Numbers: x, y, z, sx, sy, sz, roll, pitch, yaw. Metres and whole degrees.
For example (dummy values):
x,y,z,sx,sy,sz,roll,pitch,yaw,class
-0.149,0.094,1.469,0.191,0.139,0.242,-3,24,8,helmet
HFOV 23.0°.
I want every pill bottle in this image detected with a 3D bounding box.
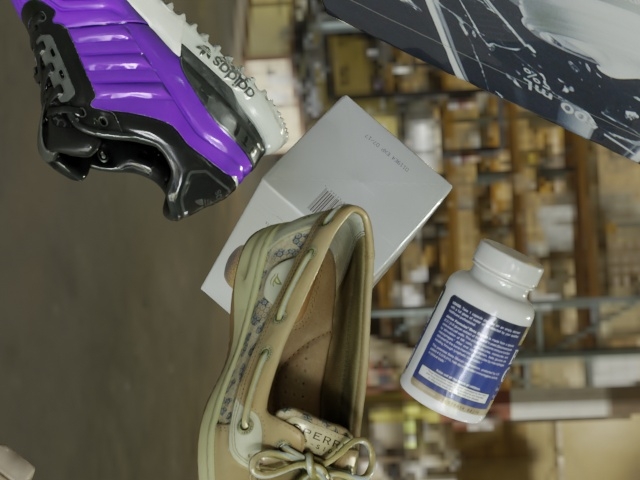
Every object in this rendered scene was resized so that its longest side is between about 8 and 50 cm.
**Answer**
x,y,z,sx,sy,sz,roll,pitch,yaw,class
0.155,0.088,1.565,0.094,0.094,0.169,-59,175,-80,pill bottle

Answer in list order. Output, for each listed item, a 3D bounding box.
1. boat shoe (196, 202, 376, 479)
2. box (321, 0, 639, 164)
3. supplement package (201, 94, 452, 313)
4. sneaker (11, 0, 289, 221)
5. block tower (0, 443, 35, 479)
x,y,z,sx,sy,sz,roll,pitch,yaw,class
-0.015,0.106,1.086,0.104,0.089,0.285,23,57,-37,boat shoe
0.138,-0.175,0.585,0.179,0.343,0.312,-52,149,-13,box
0.000,0.000,1.522,0.134,0.139,0.244,-47,175,-31,supplement package
-0.176,-0.129,1.195,0.146,0.293,0.102,-48,176,-17,sneaker
-0.315,0.249,0.947,0.335,0.091,0.097,-50,171,-38,block tower
